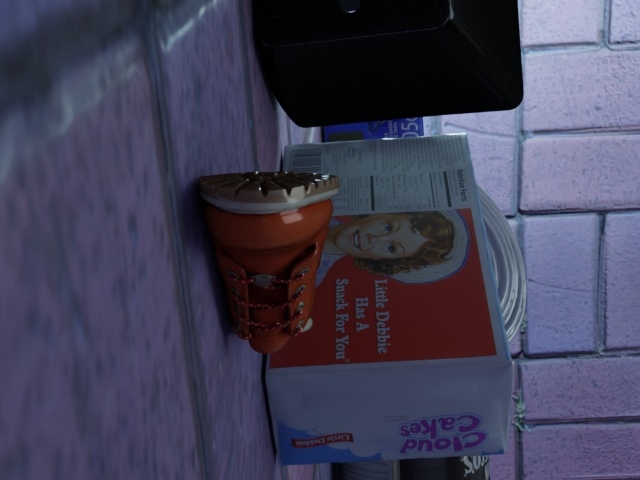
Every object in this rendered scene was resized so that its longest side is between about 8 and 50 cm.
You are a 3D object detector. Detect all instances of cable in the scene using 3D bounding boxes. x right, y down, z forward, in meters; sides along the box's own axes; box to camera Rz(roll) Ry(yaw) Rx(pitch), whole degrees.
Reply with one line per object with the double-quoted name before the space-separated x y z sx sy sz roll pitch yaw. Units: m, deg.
"cable" 0.116 0.030 1.092 0.089 0.257 0.257 139 -39 -58

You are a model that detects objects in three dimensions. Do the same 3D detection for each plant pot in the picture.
"plant pot" 0.040 -0.189 0.689 0.167 0.188 0.188 0 88 -75

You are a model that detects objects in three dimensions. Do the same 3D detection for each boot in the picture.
"boot" -0.021 0.011 0.444 0.158 0.059 0.085 57 35 -85

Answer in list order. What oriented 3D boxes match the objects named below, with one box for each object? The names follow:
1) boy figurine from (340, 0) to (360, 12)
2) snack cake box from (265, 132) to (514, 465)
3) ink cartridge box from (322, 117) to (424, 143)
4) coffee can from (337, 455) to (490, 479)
"boy figurine" 0.028 -0.423 1.303 0.177 0.092 0.285 79 11 -47
"snack cake box" 0.046 0.030 0.702 0.264 0.152 0.089 -88 174 -52
"ink cartridge box" 0.081 -0.155 1.483 0.395 0.151 0.270 74 14 -68
"coffee can" 0.113 0.203 1.244 0.201 0.201 0.275 -57 143 -84
